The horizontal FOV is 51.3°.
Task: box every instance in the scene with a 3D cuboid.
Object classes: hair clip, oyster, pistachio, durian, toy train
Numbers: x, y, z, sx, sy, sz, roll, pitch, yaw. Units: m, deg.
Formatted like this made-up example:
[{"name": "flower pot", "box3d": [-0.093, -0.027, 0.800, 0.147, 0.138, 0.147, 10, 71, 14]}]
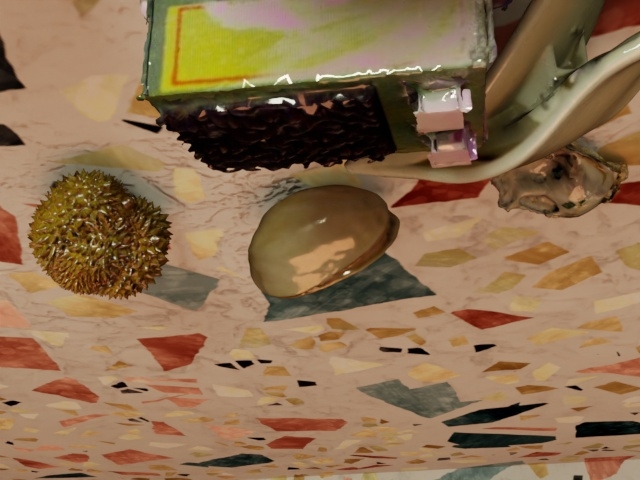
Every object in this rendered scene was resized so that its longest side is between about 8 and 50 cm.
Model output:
[{"name": "hair clip", "box3d": [0.170, -0.114, 0.522, 0.173, 0.113, 0.282, -24, 166, -39]}, {"name": "oyster", "box3d": [0.262, -0.064, 0.732, 0.166, 0.053, 0.108, 21, 118, -19]}, {"name": "pistachio", "box3d": [0.000, 0.000, 0.771, 0.185, 0.124, 0.124, -18, 146, 23]}, {"name": "durian", "box3d": [-0.251, -0.001, 0.764, 0.158, 0.137, 0.168, 38, 128, -18]}, {"name": "toy train", "box3d": [-0.001, -0.145, 0.438, 0.261, 0.177, 0.134, -2, 165, 12]}]
